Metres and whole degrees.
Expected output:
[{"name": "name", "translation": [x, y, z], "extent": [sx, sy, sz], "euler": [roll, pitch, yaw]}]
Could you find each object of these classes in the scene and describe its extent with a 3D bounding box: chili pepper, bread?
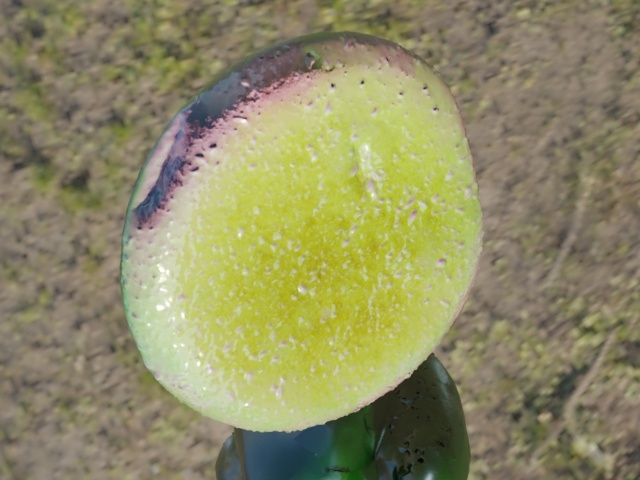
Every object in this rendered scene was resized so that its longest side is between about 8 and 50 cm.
[{"name": "chili pepper", "translation": [0.023, 0.211, 1.581], "extent": [0.233, 0.257, 0.248], "euler": [1, 116, -5]}, {"name": "bread", "translation": [0.000, 0.000, 0.934], "extent": [0.033, 0.228, 0.228], "euler": [30, 124, 55]}]
